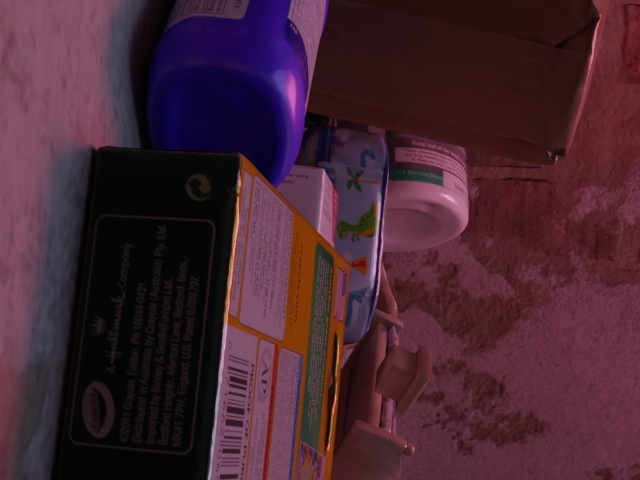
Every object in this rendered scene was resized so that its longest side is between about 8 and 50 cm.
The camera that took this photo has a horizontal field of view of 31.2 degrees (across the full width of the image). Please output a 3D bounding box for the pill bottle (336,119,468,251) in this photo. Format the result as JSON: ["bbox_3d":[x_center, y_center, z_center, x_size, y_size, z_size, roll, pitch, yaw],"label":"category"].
[{"bbox_3d":[0.112,-0.183,1.699,0.204,0.204,0.361,82,8,-66],"label":"pill bottle"}]

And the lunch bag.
[{"bbox_3d":[0.000,0.000,1.171,0.176,0.090,0.219,160,-64,-74],"label":"lunch bag"}]

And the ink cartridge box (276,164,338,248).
[{"bbox_3d":[-0.042,0.054,0.930,0.158,0.092,0.218,45,52,-83],"label":"ink cartridge box"}]

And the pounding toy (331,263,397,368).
[{"bbox_3d":[0.002,0.073,1.527,0.269,0.155,0.154,103,-33,-58],"label":"pounding toy"}]

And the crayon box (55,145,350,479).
[{"bbox_3d":[-0.055,0.082,0.701,0.323,0.083,0.203,43,51,-74],"label":"crayon box"}]

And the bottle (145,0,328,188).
[{"bbox_3d":[-0.042,-0.156,0.748,0.118,0.092,0.283,94,4,-45],"label":"bottle"}]

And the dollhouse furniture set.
[{"bbox_3d":[0.078,0.197,1.182,0.355,0.174,0.303,-60,-170,30],"label":"dollhouse furniture set"}]

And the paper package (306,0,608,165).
[{"bbox_3d":[0.126,-0.228,1.143,0.325,0.309,0.168,-54,156,-60],"label":"paper package"}]

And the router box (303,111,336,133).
[{"bbox_3d":[-0.009,-0.148,1.353,0.179,0.046,0.133,-76,169,-60],"label":"router box"}]
